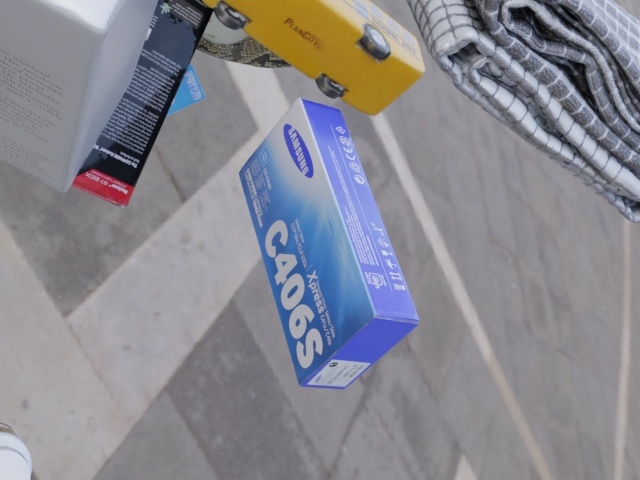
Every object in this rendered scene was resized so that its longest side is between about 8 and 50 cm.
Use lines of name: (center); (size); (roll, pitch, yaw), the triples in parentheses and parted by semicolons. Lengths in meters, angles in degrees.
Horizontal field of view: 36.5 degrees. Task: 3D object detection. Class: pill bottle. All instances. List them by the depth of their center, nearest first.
pill bottle: (-0.606, 0.415, 1.801); (0.131, 0.229, 0.131); (0, 91, -24)

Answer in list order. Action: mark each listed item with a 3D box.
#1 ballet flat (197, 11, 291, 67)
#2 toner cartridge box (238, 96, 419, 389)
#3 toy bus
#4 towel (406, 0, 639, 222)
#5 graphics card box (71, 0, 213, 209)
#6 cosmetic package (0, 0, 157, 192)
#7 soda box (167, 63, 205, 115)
ballet flat: (-0.218, -0.390, 1.471); (0.164, 0.483, 0.182); (-66, 162, 14)
toner cartridge box: (0.000, 0.000, 1.252); (0.075, 0.165, 0.347); (11, 47, -37)
toy bus: (-0.007, -0.299, 1.315); (0.333, 0.108, 0.130); (30, 37, -33)
towel: (0.202, -0.167, 0.840); (0.284, 0.121, 0.235); (31, 26, -29)
graphics card box: (-0.283, -0.253, 1.242); (0.233, 0.094, 0.370); (25, 88, -44)
cosmetic package: (-0.274, -0.211, 0.849); (0.230, 0.453, 0.161); (29, 72, -11)
soda box: (-0.309, -0.234, 1.658); (0.071, 0.210, 0.067); (33, -33, 58)
